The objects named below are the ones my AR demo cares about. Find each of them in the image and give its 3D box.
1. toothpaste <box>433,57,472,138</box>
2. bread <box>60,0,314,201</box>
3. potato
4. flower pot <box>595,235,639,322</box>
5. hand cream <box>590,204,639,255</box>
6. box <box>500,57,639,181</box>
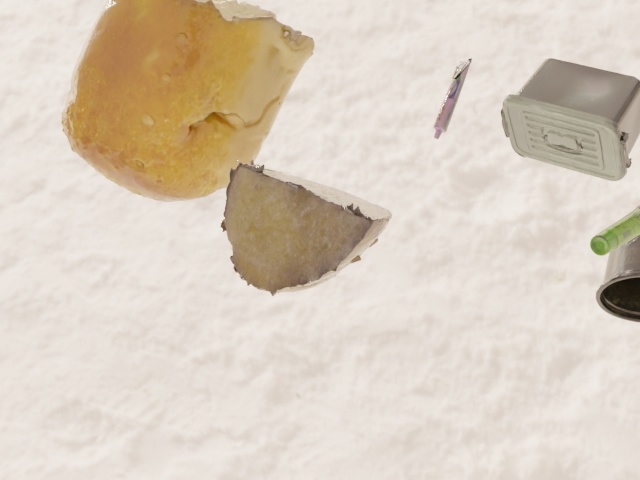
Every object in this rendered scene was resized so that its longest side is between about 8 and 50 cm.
[{"bbox_3d":[0.256,-0.277,1.930,0.028,0.045,0.170,24,83,-18],"label":"toothpaste"},{"bbox_3d":[-0.247,-0.265,1.688,0.361,0.250,0.394,26,87,5],"label":"bread"},{"bbox_3d":[0.000,0.000,0.822,0.172,0.089,0.101,20,99,42],"label":"potato"},{"bbox_3d":[0.511,0.049,1.543,0.157,0.157,0.107,0,58,16],"label":"flower pot"},{"bbox_3d":[0.317,-0.013,1.019,0.036,0.023,0.122,25,35,36],"label":"hand cream"},{"bbox_3d":[0.463,-0.224,1.780,0.243,0.163,0.135,20,64,35],"label":"box"}]
